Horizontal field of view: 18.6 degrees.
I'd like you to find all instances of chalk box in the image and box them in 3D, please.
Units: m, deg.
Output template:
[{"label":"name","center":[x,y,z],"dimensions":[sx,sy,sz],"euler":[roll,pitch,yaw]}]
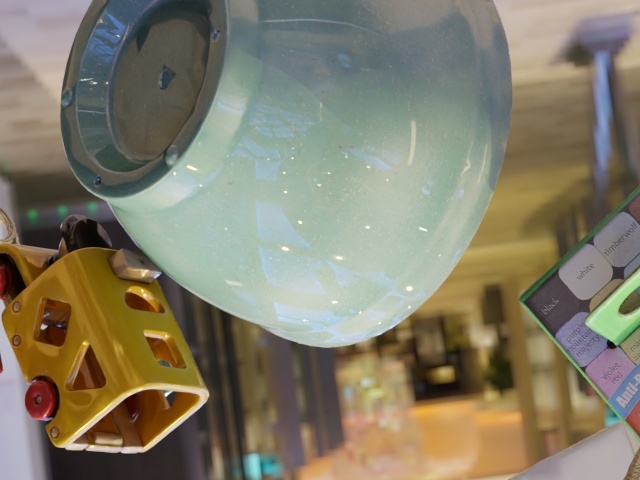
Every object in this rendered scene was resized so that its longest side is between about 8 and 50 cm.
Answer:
[{"label":"chalk box","center":[0.229,0.047,1.257],"dimensions":[0.132,0.132,0.213],"euler":[-44,160,13]}]

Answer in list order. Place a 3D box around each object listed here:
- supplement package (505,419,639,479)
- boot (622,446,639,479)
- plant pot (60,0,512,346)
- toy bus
[{"label":"supplement package","center":[0.298,0.221,1.495],"dimensions":[0.293,0.175,0.177],"euler":[-9,161,-40]},{"label":"boot","center":[0.178,0.086,0.719],"dimensions":[0.095,0.203,0.262],"euler":[23,-148,-4]},{"label":"plant pot","center":[-0.046,-0.088,1.300],"dimensions":[0.196,0.293,0.293],"euler":[15,161,-41]},{"label":"toy bus","center":[-0.156,0.048,1.357],"dimensions":[0.104,0.202,0.191],"euler":[-39,-162,25]}]
